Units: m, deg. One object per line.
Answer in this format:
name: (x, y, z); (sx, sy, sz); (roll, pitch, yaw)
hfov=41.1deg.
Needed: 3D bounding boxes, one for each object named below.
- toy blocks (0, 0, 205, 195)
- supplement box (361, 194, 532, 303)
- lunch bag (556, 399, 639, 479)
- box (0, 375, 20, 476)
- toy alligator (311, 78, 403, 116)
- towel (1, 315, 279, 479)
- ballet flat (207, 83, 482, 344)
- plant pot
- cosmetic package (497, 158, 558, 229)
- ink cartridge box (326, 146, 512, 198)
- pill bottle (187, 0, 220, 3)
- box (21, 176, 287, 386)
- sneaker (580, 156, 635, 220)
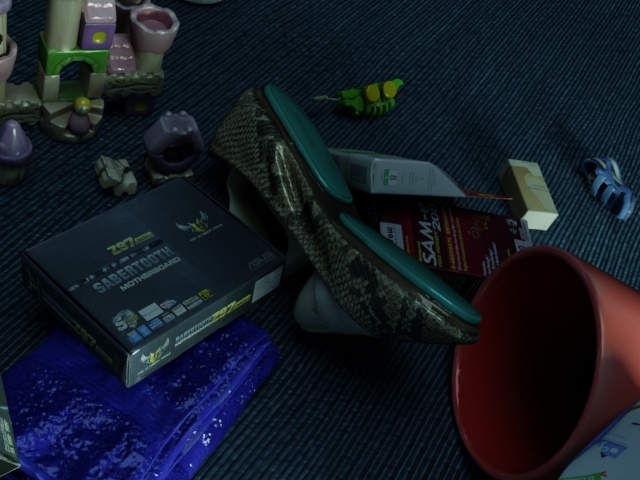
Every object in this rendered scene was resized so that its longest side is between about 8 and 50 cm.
toy blocks: (-0.310, -0.251, 1.096); (0.288, 0.260, 0.309); (-9, 55, -30)
supplement box: (0.182, 0.018, 1.204); (0.239, 0.073, 0.130); (9, 48, -14)
lunch bag: (0.315, 0.328, 0.848); (0.115, 0.304, 0.243); (16, 33, 43)
box: (-0.379, 0.153, 0.793); (0.147, 0.077, 0.180); (-25, 59, 0)
toy alligator: (0.065, -0.222, 1.383); (0.189, 0.056, 0.051); (-20, 101, -35)
towel: (-0.202, 0.156, 0.913); (0.227, 0.076, 0.308); (34, 46, 6)
ballet flat: (0.000, 0.000, 1.074); (0.164, 0.182, 0.483); (23, 24, -54)
plant pot: (0.330, 0.168, 1.028); (0.243, 0.275, 0.275); (16, 45, -24)
cosmetic package: (0.332, -0.074, 1.371); (0.060, 0.041, 0.115); (5, 49, -20)
ink cartridge box: (0.136, -0.096, 1.229); (0.224, 0.056, 0.181); (-1, 10, -22)
pill bottle: (-0.183, -0.533, 1.394); (0.146, 0.264, 0.146); (12, 47, -13)
box: (-0.181, 0.034, 0.953); (0.183, 0.059, 0.232); (37, 46, 25)
sneaker: (0.483, -0.088, 1.445); (0.059, 0.053, 0.144); (9, 40, -17)
